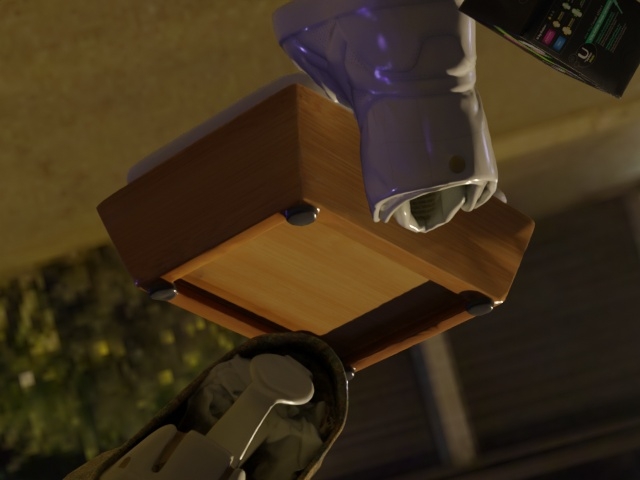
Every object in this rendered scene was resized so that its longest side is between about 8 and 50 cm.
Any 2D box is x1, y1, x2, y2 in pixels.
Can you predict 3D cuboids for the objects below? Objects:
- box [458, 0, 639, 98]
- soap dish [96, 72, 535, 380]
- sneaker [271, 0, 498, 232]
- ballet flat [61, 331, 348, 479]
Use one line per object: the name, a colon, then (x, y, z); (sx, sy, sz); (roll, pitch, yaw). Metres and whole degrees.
box: (0.130, -0.122, 0.972); (0.083, 0.052, 0.062); (25, -174, -34)
soap dish: (0.000, 0.000, 1.461); (0.229, 0.118, 0.291); (-28, 141, 35)
sneaker: (0.039, -0.087, 1.224); (0.108, 0.169, 0.292); (-9, -177, -10)
ballet flat: (-0.074, 0.144, 1.085); (0.123, 0.123, 0.348); (-18, -170, 27)
